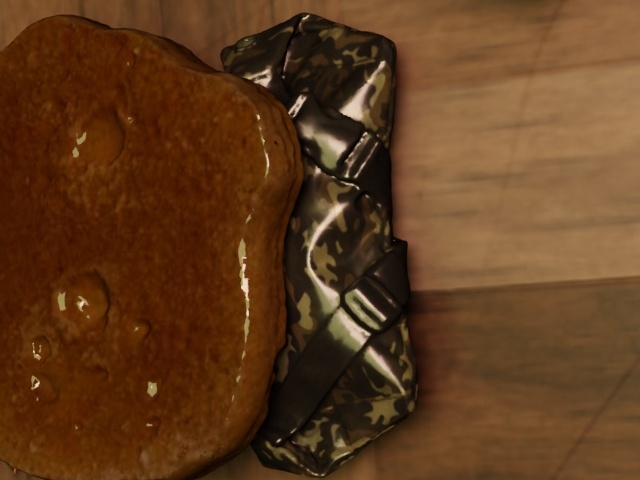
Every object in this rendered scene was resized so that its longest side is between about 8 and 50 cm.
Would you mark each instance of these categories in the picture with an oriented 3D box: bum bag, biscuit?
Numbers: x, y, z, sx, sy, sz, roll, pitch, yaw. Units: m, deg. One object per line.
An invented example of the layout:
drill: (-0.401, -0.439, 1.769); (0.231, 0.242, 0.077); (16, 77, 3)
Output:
bum bag: (0.001, 0.000, 0.832); (0.102, 0.069, 0.248); (-6, 87, 18)
biscuit: (-0.127, 0.009, 0.863); (0.273, 0.049, 0.257); (13, 99, 34)

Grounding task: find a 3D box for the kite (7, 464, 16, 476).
kite: (-0.190, 0.019, 0.945); (0.183, 0.014, 0.241); (7, 94, 20)
